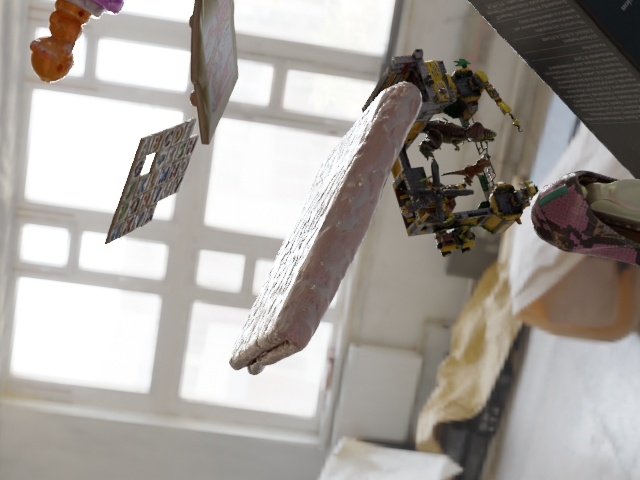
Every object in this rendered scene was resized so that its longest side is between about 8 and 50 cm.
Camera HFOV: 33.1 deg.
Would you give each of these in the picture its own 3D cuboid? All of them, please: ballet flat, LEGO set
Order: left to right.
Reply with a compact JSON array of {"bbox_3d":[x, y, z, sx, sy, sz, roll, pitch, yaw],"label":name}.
[{"bbox_3d":[0.215,-0.162,1.690,0.192,0.254,0.331,126,139,-61],"label":"LEGO set"},{"bbox_3d":[0.279,-0.015,0.883,0.079,0.221,0.077,139,136,-57],"label":"ballet flat"}]

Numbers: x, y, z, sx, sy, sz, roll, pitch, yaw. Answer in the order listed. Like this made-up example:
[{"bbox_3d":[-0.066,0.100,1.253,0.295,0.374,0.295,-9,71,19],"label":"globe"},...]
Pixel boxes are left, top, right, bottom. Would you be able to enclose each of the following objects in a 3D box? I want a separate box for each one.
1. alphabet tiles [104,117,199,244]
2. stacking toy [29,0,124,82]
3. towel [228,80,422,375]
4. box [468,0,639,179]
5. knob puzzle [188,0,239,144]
[{"bbox_3d":[-0.277,-0.107,1.829,0.198,0.009,0.237,-67,-12,22],"label":"alphabet tiles"},{"bbox_3d":[-0.260,-0.322,1.250,0.175,0.165,0.302,24,-89,-57],"label":"stacking toy"},{"bbox_3d":[0.000,0.000,1.297,0.332,0.053,0.317,-66,8,-19],"label":"towel"},{"bbox_3d":[0.422,-0.302,1.334,0.293,0.395,0.212,-51,18,-10],"label":"box"},{"bbox_3d":[-0.134,-0.238,1.261,0.213,0.030,0.213,4,-90,-82],"label":"knob puzzle"}]
